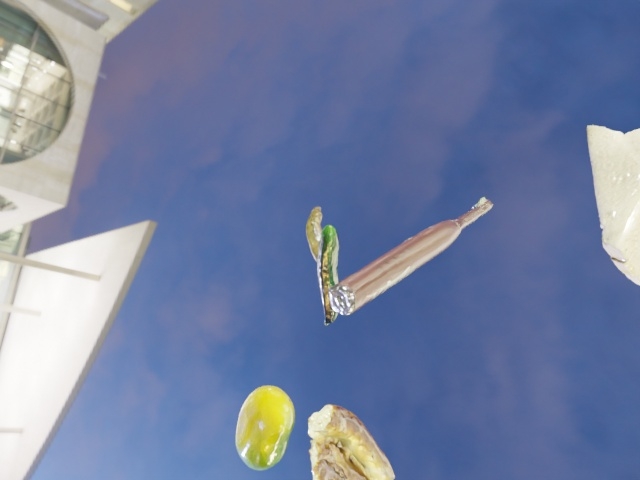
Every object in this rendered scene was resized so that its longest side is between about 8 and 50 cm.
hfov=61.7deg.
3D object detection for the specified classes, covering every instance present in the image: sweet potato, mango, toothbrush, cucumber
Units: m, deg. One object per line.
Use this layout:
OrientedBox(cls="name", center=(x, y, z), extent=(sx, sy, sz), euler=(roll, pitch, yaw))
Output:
OrientedBox(cls="sweet potato", center=(-0.004, -0.003, 0.976), extent=(0.038, 0.041, 0.153), euler=(-29, -126, 26))
OrientedBox(cls="mango", center=(-0.096, 0.326, 0.950), extent=(0.191, 0.085, 0.122), euler=(-63, -152, 31))
OrientedBox(cls="toothbrush", center=(0.136, 0.004, 0.679), extent=(0.040, 0.364, 0.041), euler=(21, -57, 36))
OrientedBox(cls="cucumber", center=(0.011, 0.050, 0.753), extent=(0.036, 0.033, 0.184), euler=(-125, -158, -44))

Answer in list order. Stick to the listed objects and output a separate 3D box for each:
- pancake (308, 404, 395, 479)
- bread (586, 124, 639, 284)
OrientedBox(cls="pancake", center=(0.056, 0.431, 0.969), extent=(0.057, 0.266, 0.244), euler=(-27, -163, 25))
OrientedBox(cls="bread", center=(0.308, -0.041, 0.562), extent=(0.152, 0.077, 0.105), euler=(-56, -149, -10))
